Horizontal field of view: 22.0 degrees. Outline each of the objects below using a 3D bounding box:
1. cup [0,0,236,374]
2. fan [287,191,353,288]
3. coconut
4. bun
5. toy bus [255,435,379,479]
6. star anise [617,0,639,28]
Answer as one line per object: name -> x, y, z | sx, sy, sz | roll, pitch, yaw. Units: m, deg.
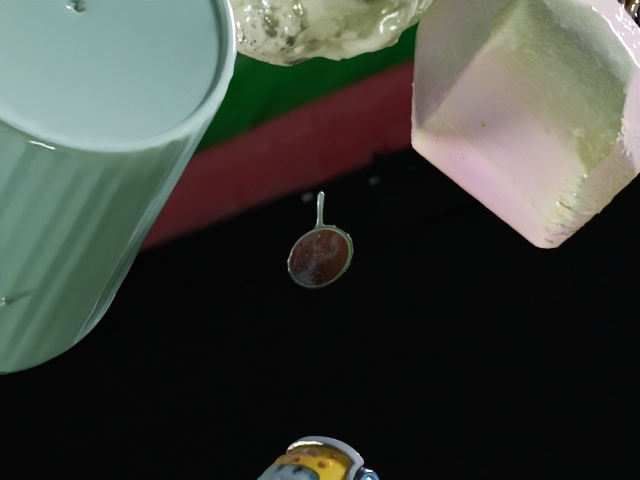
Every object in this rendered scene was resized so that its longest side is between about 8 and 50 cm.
cup -> -0.297, -0.111, 1.359 | 0.392, 0.401, 0.310 | -47, -157, 53
fan -> 0.000, 0.000, 1.952 | 0.085, 0.133, 0.005 | -13, -147, -19
coconut -> 0.197, -0.143, 1.533 | 0.233, 0.245, 0.233 | -46, 178, -2
bun -> 0.012, -0.375, 2.307 | 0.362, 0.234, 0.326 | -36, -154, -10
toy bus -> -0.005, 0.333, 1.818 | 0.126, 0.209, 0.136 | -1, -159, 47
star anise -> 0.377, -0.316, 2.255 | 0.108, 0.315, 0.315 | -54, -154, 12
